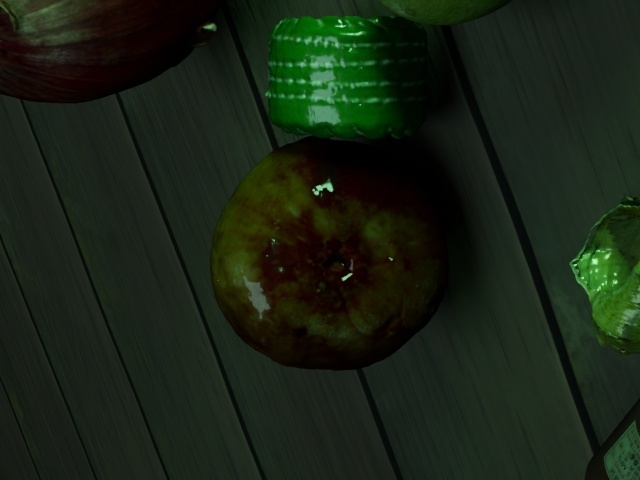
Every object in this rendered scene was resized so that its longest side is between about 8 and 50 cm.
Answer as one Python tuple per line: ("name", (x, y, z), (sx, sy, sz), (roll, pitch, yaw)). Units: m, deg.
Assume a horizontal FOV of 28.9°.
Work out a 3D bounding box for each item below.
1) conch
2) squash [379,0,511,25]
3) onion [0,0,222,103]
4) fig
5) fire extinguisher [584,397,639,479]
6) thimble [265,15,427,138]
("conch", (0.199, 0.021, 0.786), (0.089, 0.074, 0.121), (29, 137, 31))
("squash", (0.136, -0.238, 0.685), (0.118, 0.118, 0.370), (62, 145, 9))
("onion", (-0.226, -0.262, 1.036), (0.341, 0.341, 0.341), (35, 136, 41))
("fig", (-0.019, -0.019, 1.016), (0.290, 0.190, 0.191), (-128, 31, -50))
("fire extinguisher", (0.238, 0.153, 0.824), (0.099, 0.071, 0.231), (35, 141, 15))
("thimble", (0.019, -0.123, 0.926), (0.130, 0.118, 0.090), (7, 104, 34))
